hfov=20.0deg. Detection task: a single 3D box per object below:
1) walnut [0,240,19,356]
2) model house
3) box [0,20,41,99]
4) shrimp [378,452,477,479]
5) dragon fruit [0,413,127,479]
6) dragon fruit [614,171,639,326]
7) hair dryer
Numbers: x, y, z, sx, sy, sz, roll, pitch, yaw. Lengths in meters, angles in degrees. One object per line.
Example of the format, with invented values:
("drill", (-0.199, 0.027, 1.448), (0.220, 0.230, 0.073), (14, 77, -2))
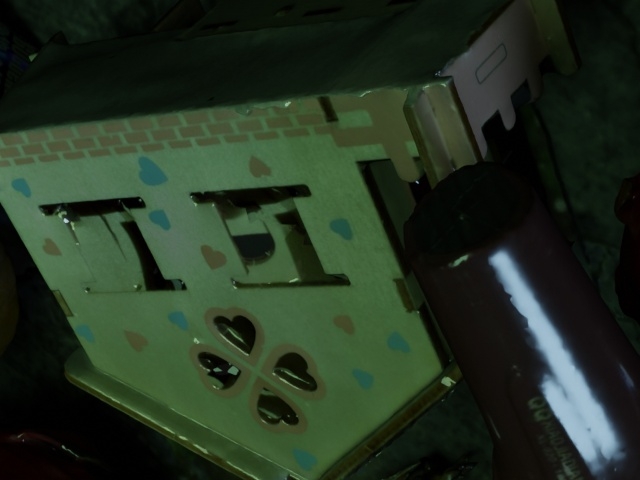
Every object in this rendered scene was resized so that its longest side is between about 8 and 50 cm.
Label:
("walnut", (-0.282, 0.041, 1.133), (0.197, 0.165, 0.165), (10, 121, 48))
("model house", (0.000, 0.000, 0.931), (0.326, 0.169, 0.244), (-4, 119, 36))
("box", (-0.312, -0.101, 0.973), (0.310, 0.198, 0.084), (35, 137, -27))
("shrimp", (0.049, 0.189, 1.068), (0.099, 0.041, 0.180), (37, 129, 11))
("dragon fruit", (-0.192, 0.230, 1.135), (0.293, 0.233, 0.234), (29, 128, 30))
("dragon fruit", (0.197, 0.010, 0.809), (0.133, 0.136, 0.166), (30, 138, 21))
("hair dryer", (0.028, 0.137, 0.837), (0.340, 0.123, 0.312), (-22, 124, 25))
